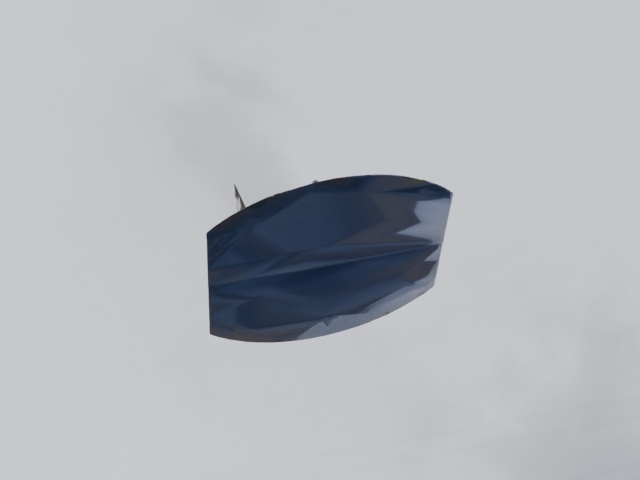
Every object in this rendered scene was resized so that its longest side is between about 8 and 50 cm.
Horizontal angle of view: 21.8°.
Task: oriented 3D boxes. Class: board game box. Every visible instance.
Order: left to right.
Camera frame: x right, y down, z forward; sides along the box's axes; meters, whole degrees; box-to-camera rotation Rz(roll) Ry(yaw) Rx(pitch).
[{"bbox_3d":[0.000,0.000,0.917,0.133,0.033,0.168,-11,-30,-9],"label":"board game box"}]
